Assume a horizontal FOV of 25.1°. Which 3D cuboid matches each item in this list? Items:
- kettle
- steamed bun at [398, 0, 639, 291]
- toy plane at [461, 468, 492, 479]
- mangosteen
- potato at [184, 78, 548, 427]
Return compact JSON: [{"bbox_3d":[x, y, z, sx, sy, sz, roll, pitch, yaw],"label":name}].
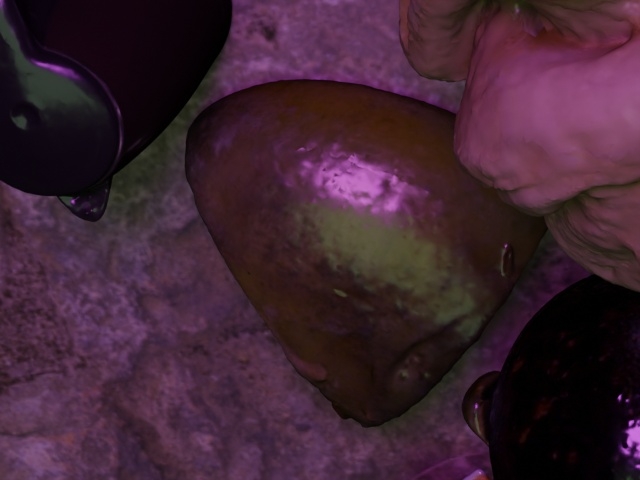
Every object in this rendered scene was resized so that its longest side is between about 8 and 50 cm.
[{"bbox_3d":[-0.156,-0.141,0.955,0.144,0.232,0.202,-7,118,13],"label":"kettle"},{"bbox_3d":[0.166,-0.127,0.820,0.230,0.372,0.324,-13,127,-5],"label":"steamed bun"},{"bbox_3d":[0.153,0.294,1.220,0.245,0.117,0.244,4,119,7],"label":"toy plane"},{"bbox_3d":[0.234,0.157,1.041,0.288,0.288,0.288,5,120,8],"label":"mangosteen"},{"bbox_3d":[0.000,0.000,1.083,0.255,0.112,0.269,34,118,-9],"label":"potato"}]
